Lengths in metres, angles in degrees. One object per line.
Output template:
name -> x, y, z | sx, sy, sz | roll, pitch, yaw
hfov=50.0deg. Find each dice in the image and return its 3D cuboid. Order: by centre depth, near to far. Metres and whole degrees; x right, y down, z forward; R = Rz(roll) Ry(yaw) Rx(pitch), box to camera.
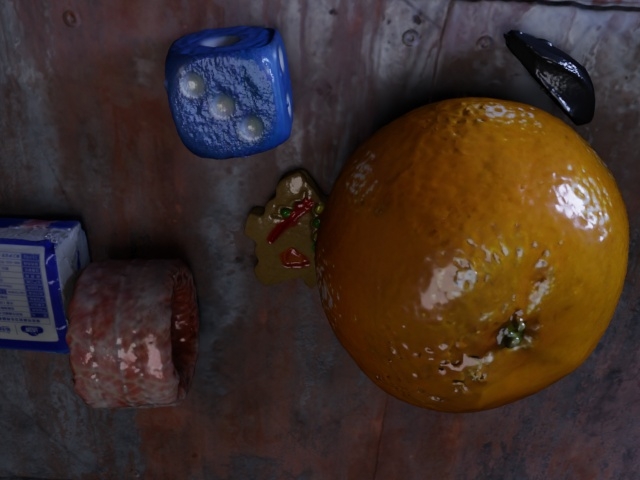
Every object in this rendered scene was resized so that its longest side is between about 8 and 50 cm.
dice -> -0.113, -0.194, 0.889 | 0.146, 0.143, 0.146 | -6, 118, 7

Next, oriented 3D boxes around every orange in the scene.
orange -> 0.196, 0.028, 0.903 | 0.423, 0.326, 0.424 | -2, 116, -3

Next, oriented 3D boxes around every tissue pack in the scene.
tissue pack -> -0.502, 0.060, 1.064 | 0.269, 0.137, 0.209 | 3, 122, 3

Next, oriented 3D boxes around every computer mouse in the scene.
computer mouse -> 0.306, -0.219, 0.889 | 0.172, 0.099, 0.057 | 41, 113, -19

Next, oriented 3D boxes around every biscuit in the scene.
biscuit -> 0.000, 0.000, 1.067 | 0.238, 0.041, 0.212 | 14, 119, -6

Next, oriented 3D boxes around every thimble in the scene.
thimble -> -0.283, 0.144, 1.057 | 0.162, 0.239, 0.239 | -1, 122, 2
